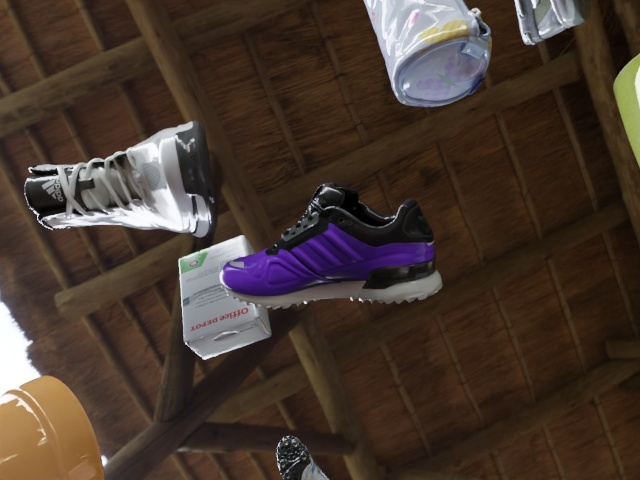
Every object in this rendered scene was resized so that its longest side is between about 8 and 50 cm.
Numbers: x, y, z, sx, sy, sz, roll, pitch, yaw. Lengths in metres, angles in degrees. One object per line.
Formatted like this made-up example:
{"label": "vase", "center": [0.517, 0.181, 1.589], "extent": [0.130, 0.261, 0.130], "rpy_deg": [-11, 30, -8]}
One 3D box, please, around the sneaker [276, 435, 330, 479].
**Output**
{"label": "sneaker", "center": [-0.022, 0.563, 1.138], "extent": [0.237, 0.085, 0.086], "rpy_deg": [51, -10, 18]}

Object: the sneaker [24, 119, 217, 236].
{"label": "sneaker", "center": [-0.324, -0.068, 0.779], "extent": [0.447, 0.257, 0.169], "rpy_deg": [-6, -87, 65]}

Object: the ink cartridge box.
{"label": "ink cartridge box", "center": [-0.194, 0.112, 0.988], "extent": [0.152, 0.209, 0.087], "rpy_deg": [-19, -39, 4]}

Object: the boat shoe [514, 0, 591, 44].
{"label": "boat shoe", "center": [0.298, -0.459, 0.732], "extent": [0.103, 0.118, 0.321], "rpy_deg": [-15, -69, 47]}

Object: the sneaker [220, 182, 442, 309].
{"label": "sneaker", "center": [0.001, 0.000, 0.629], "extent": [0.293, 0.102, 0.146], "rpy_deg": [-5, -75, 19]}

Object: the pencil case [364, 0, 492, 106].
{"label": "pencil case", "center": [0.114, -0.299, 0.604], "extent": [0.124, 0.113, 0.273], "rpy_deg": [121, -39, -57]}

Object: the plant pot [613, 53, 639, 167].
{"label": "plant pot", "center": [0.573, -0.109, 0.671], "extent": [0.274, 0.274, 0.294], "rpy_deg": [-9, -106, 40]}

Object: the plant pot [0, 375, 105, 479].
{"label": "plant pot", "center": [-0.534, 0.400, 0.825], "extent": [0.290, 0.203, 0.291], "rpy_deg": [5, -82, 34]}
